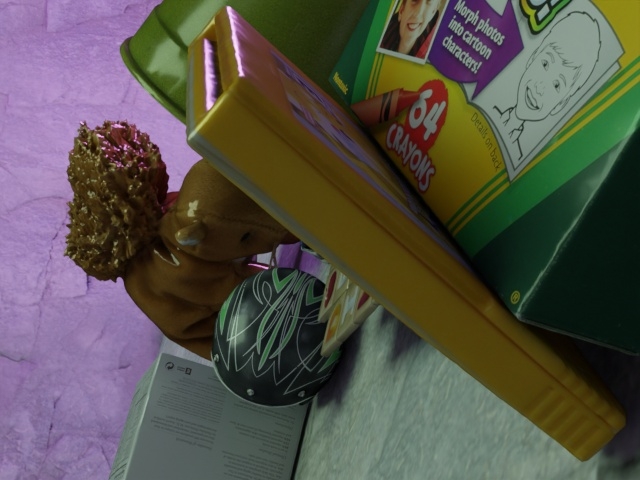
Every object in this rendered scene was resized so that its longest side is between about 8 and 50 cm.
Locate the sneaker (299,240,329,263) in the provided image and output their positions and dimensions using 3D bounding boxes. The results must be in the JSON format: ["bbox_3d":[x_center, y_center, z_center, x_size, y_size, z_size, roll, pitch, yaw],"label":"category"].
[{"bbox_3d":[0.000,0.000,1.531,0.135,0.058,0.052,177,112,-78],"label":"sneaker"}]

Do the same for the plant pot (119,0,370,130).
[{"bbox_3d":[-0.016,-0.303,1.499,0.353,0.367,0.366,-54,17,16],"label":"plant pot"}]

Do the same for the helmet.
[{"bbox_3d":[-0.049,0.115,1.332,0.161,0.170,0.169,89,-163,-77],"label":"helmet"}]

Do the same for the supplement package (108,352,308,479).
[{"bbox_3d":[-0.161,0.311,1.422,0.198,0.199,0.262,134,153,-64],"label":"supplement package"}]

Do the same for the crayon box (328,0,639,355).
[{"bbox_3d":[0.164,-0.159,0.727,0.313,0.106,0.363,-63,28,19],"label":"crayon box"}]

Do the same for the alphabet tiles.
[{"bbox_3d":[0.062,-0.046,1.118,0.342,0.011,0.285,126,160,-64],"label":"alphabet tiles"}]

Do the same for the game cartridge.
[{"bbox_3d":[0.048,-0.016,0.748,0.052,0.324,0.285,-49,18,11],"label":"game cartridge"}]

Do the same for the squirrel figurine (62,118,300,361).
[{"bbox_3d":[-0.218,-0.021,1.722,0.370,0.397,0.281,117,173,-70],"label":"squirrel figurine"}]
